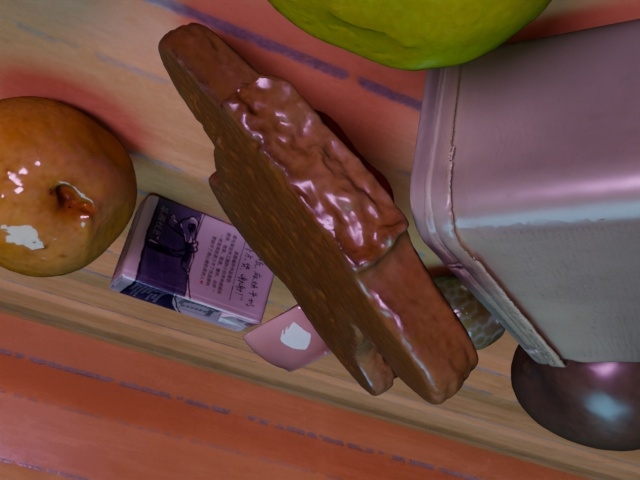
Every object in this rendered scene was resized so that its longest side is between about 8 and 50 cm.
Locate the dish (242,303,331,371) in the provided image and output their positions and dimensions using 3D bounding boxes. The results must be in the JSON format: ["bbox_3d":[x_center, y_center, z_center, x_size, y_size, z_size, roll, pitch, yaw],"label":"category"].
[{"bbox_3d":[-0.007,0.134,1.028,0.090,0.213,0.213,60,153,4],"label":"dish"}]

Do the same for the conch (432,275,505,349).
[{"bbox_3d":[0.208,0.100,0.963,0.173,0.105,0.116,23,-175,29],"label":"conch"}]

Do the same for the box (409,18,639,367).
[{"bbox_3d":[0.301,-0.019,0.522,0.344,0.177,0.352,-3,152,33],"label":"box"}]

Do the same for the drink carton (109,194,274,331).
[{"bbox_3d":[-0.185,0.040,0.999,0.222,0.134,0.102,22,154,-21],"label":"drink carton"}]

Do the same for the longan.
[{"bbox_3d":[0.383,0.183,0.903,0.246,0.215,0.246,5,135,5],"label":"longan"}]

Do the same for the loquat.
[{"bbox_3d":[-0.319,-0.061,0.757,0.208,0.208,0.208,12,158,5],"label":"loquat"}]

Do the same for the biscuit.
[{"bbox_3d":[0.000,0.000,0.629,0.368,0.076,0.394,50,167,16],"label":"biscuit"}]

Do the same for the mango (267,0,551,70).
[{"bbox_3d":[0.020,-0.196,0.291,0.186,0.149,0.273,5,152,38],"label":"mango"}]
